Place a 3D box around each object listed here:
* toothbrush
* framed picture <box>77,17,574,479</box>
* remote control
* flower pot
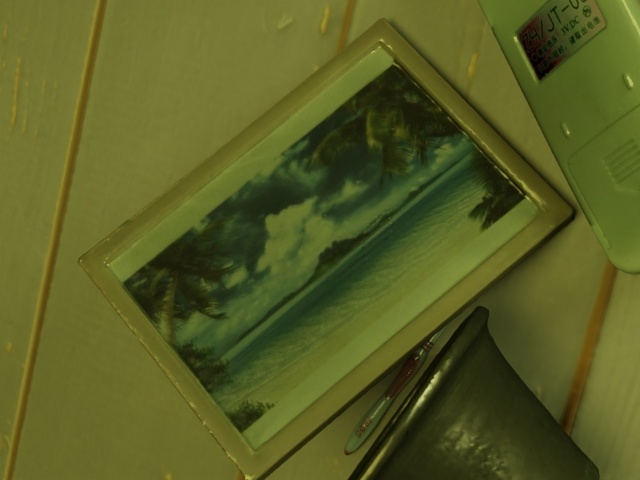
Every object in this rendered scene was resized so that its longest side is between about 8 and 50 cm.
[{"bbox_3d":[0.069,0.105,1.122,0.013,0.019,0.193,44,117,23],"label":"toothbrush"},{"bbox_3d":[0.000,0.000,1.064,0.315,0.024,0.232,-40,68,-5],"label":"framed picture"},{"bbox_3d":[0.200,-0.124,0.977,0.140,0.056,0.296,-43,68,55],"label":"remote control"},{"bbox_3d":[0.104,0.181,1.008,0.148,0.235,0.235,36,114,4],"label":"flower pot"}]
